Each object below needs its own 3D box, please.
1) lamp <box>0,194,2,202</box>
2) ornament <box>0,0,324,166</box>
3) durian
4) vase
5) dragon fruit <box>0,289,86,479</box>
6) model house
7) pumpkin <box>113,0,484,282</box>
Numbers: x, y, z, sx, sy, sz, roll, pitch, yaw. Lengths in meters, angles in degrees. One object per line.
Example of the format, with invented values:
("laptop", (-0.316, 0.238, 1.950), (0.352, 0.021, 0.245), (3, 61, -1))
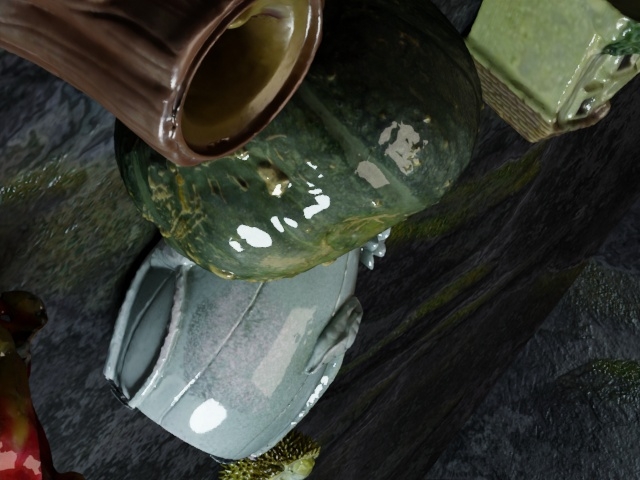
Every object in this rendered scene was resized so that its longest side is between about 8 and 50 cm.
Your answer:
("lamp", (-0.309, -0.003, 1.288), (0.121, 0.054, 0.041), (-59, 158, 19))
("ornament", (-0.125, -0.184, 1.138), (0.221, 0.217, 0.235), (-42, 156, -25))
("durian", (-0.093, 0.341, 2.267), (0.208, 0.102, 0.146), (-34, 164, 23))
("vase", (-0.045, 0.010, 1.634), (0.445, 0.250, 0.250), (-58, 159, 8))
("dragon fruit", (-0.341, 0.209, 1.357), (0.243, 0.307, 0.227), (-20, 170, 6))
("model house", (0.357, -0.260, 1.971), (0.321, 0.261, 0.266), (-18, 145, -46))
("pumpkin", (-0.027, -0.104, 1.339), (0.327, 0.291, 0.257), (-40, 122, 17))
